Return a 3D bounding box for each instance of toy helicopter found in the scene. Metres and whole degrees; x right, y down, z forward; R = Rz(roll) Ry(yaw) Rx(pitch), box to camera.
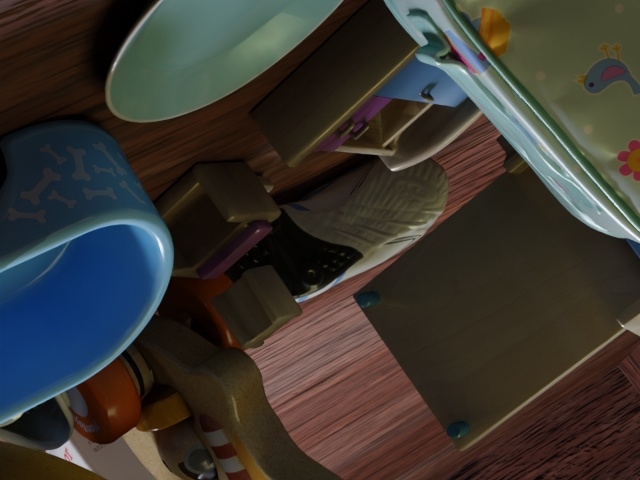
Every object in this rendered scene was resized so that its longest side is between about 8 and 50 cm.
[{"bbox_3d":[-0.035,0.182,1.290,0.140,0.355,0.235,-34,134,-31],"label":"toy helicopter"}]

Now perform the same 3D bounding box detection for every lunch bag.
[{"bbox_3d":[0.171,-0.140,1.028,0.224,0.279,0.108,-44,-160,-2],"label":"lunch bag"}]

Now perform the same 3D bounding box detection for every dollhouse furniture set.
[{"bbox_3d":[0.092,0.018,1.259,0.286,0.303,0.198,-42,164,19],"label":"dollhouse furniture set"}]

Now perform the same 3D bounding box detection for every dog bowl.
[{"bbox_3d":[-0.208,0.044,1.014,0.297,0.074,0.166,-26,145,-33],"label":"dog bowl"}]

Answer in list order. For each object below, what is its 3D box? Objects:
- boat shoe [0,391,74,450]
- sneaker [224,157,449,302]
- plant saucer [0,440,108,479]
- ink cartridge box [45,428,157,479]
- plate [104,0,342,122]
[{"bbox_3d":[-0.214,0.083,1.170,0.083,0.076,0.226,-41,158,4],"label":"boat shoe"},{"bbox_3d":[0.000,0.000,1.437,0.237,0.085,0.086,-24,169,-30],"label":"sneaker"},{"bbox_3d":[-0.367,0.247,1.312,0.333,0.081,0.333,-35,168,21],"label":"plant saucer"},{"bbox_3d":[-0.120,0.263,1.599,0.115,0.273,0.198,-33,165,-23],"label":"ink cartridge box"},{"bbox_3d":[-0.048,-0.135,1.019,0.188,0.024,0.188,-35,166,-10],"label":"plate"}]
